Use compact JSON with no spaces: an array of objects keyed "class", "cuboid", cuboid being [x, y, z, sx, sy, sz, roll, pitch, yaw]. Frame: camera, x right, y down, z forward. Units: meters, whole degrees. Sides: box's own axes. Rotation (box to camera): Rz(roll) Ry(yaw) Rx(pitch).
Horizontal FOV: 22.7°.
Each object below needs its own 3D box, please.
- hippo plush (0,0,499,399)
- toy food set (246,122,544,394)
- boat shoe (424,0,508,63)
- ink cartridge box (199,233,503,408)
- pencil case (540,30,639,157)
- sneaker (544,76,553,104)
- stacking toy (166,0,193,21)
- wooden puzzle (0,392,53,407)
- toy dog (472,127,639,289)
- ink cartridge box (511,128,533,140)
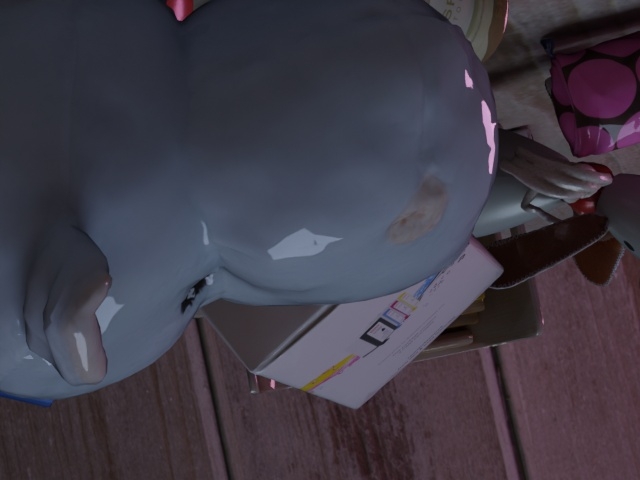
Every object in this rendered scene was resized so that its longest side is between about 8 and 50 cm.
[{"class":"hippo plush","cuboid":[-0.059,-0.084,0.398,0.294,0.236,0.234,-10,174,-18]},{"class":"toy food set","cuboid":[0.055,0.014,1.545,0.306,0.219,0.092,-10,173,-15]},{"class":"boat shoe","cuboid":[-0.023,-0.098,0.965,0.098,0.109,0.302,1,161,-41]},{"class":"ink cartridge box","cuboid":[0.000,0.000,1.177,0.168,0.171,0.233,-43,159,5]},{"class":"pencil case","cuboid":[0.282,-0.136,1.237,0.209,0.095,0.098,-14,-162,5]},{"class":"sneaker","cuboid":[0.221,-0.131,1.344,0.044,0.040,0.109,-24,-175,20]},{"class":"stacking toy","cuboid":[-0.222,-0.100,0.781,0.309,0.130,0.279,-6,-162,-21]},{"class":"wooden puzzle","cuboid":[-0.272,0.040,1.005,0.322,0.080,0.348,14,170,-10]},{"class":"toy dog","cuboid":[0.157,-0.010,1.354,0.220,0.161,0.334,8,-168,-35]},{"class":"ink cartridge box","cuboid":[0.061,-0.046,1.766,0.371,0.069,0.176,-11,174,9]}]
